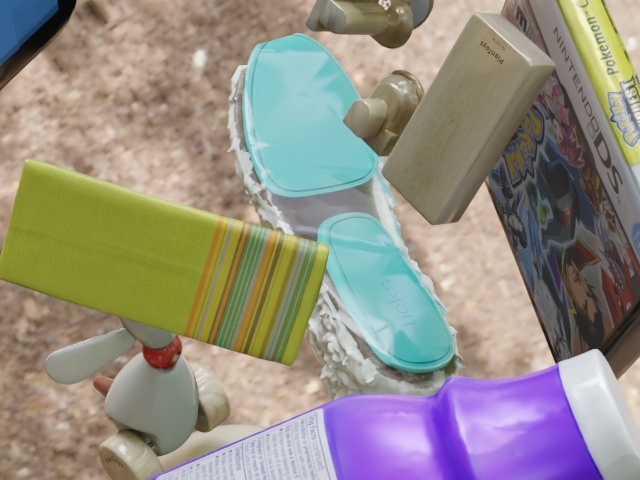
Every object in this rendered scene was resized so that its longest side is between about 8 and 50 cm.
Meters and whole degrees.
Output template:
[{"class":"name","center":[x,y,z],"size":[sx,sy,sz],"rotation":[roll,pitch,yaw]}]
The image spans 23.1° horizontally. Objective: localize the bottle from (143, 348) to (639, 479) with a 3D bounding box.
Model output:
[{"class":"bottle","center":[0.019,0.137,0.771],"size":[0.092,0.282,0.118],"rotation":[47,22,-57]}]

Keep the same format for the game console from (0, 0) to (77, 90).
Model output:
[{"class":"game console","center":[-0.205,-0.092,0.918],"size":[0.293,0.173,0.250],"rotation":[92,-21,-66]}]

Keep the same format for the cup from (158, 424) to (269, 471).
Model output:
[{"class":"cup","center":[-0.100,0.399,1.846],"size":[0.331,0.331,0.237],"rotation":[63,0,-3]}]

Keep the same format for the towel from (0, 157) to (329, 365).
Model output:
[{"class":"towel","center":[-0.117,0.016,1.177],"size":[0.237,0.102,0.021],"rotation":[17,19,-6]}]

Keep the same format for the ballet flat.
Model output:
[{"class":"ballet flat","center":[0.000,0.000,1.399],"size":[0.147,0.147,0.409],"rotation":[22,38,-45]}]

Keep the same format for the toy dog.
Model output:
[{"class":"toy dog","center":[-0.209,0.128,1.770],"size":[0.161,0.334,0.220],"rotation":[30,34,27]}]

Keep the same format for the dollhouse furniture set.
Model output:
[{"class":"dollhouse furniture set","center":[0.090,-0.115,0.942],"size":[0.123,0.144,0.151],"rotation":[-7,45,-48]}]

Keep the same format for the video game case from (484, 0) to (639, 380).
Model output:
[{"class":"video game case","center":[0.174,-0.040,1.091],"size":[0.035,0.275,0.248],"rotation":[-15,71,-12]}]
